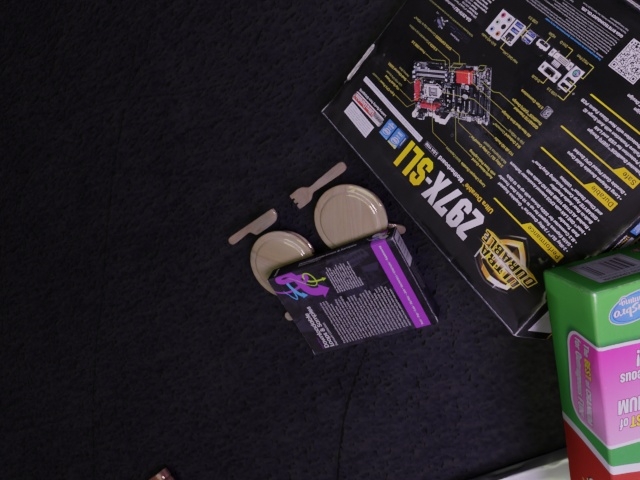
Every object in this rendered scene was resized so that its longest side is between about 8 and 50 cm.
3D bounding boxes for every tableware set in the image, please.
[{"bbox_3d":[0.000,0.000,0.789,0.194,0.039,0.128,-32,97,31],"label":"tableware set"}]

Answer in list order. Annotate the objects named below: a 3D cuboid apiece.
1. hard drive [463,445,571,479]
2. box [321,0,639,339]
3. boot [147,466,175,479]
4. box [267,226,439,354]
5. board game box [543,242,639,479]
[{"bbox_3d":[0.268,0.387,0.701,0.210,0.040,0.318,-30,83,26],"label":"hard drive"},{"bbox_3d":[0.176,-0.115,0.620,0.257,0.079,0.322,-52,56,23],"label":"box"},{"bbox_3d":[-0.216,0.387,0.943,0.106,0.037,0.114,-41,83,26],"label":"boot"},{"bbox_3d":[0.036,0.061,0.760,0.162,0.029,0.116,-20,113,25],"label":"box"},{"bbox_3d":[0.316,0.146,0.533,0.242,0.064,0.316,-15,105,-9],"label":"board game box"}]
